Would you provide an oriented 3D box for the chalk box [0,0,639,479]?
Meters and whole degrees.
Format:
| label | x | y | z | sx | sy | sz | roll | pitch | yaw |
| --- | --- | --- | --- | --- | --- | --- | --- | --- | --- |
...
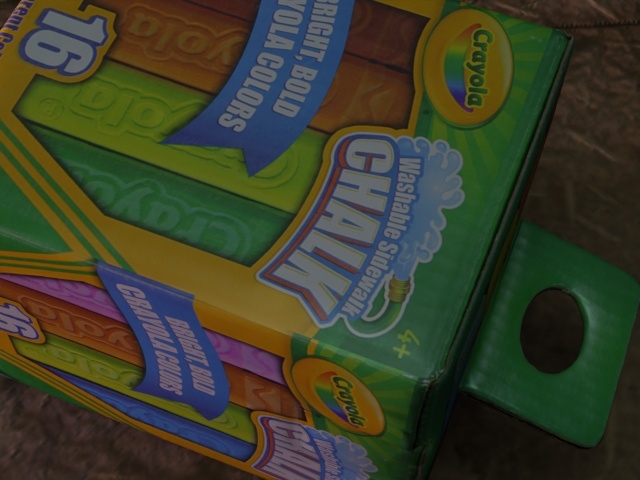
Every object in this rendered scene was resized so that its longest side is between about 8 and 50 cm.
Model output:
| label | x | y | z | sx | sy | sz | roll | pitch | yaw |
| --- | --- | --- | --- | --- | --- | --- | --- | --- | --- |
| chalk box | 0.000 | 0.000 | 0.520 | 0.289 | 0.179 | 0.180 | 18 | 61 | 10 |
